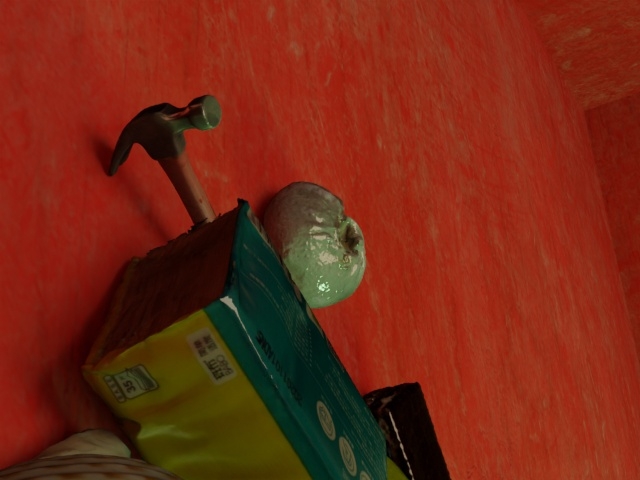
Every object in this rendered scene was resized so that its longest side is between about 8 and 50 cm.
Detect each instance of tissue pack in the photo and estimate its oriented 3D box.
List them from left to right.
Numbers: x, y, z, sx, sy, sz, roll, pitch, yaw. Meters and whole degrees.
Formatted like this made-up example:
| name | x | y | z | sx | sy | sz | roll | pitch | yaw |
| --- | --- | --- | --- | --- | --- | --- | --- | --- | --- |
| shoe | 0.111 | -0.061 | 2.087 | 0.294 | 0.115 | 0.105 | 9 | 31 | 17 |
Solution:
| name | x | y | z | sx | sy | sz | roll | pitch | yaw |
| --- | --- | --- | --- | --- | --- | --- | --- | --- | --- |
| tissue pack | -0.053 | 0.132 | 0.679 | 0.271 | 0.134 | 0.192 | 61 | 12 | -20 |

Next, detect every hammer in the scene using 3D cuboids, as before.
| name | x | y | z | sx | sy | sz | roll | pitch | yaw |
| --- | --- | --- | --- | --- | --- | --- | --- | --- | --- |
| hammer | -0.087 | 0.008 | 0.770 | 0.033 | 0.111 | 0.288 | -67 | 142 | -49 |

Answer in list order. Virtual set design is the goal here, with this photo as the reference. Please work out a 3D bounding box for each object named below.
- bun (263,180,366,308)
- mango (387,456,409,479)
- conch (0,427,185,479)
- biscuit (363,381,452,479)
| name | x | y | z | sx | sy | sz | roll | pitch | yaw |
| --- | --- | --- | --- | --- | --- | --- | --- | --- | --- |
| bun | 0.000 | 0.000 | 0.945 | 0.141 | 0.083 | 0.141 | 41 | 39 | -43 |
| mango | 0.064 | 0.344 | 0.778 | 0.192 | 0.156 | 0.343 | 45 | 30 | -58 |
| conch | -0.107 | 0.238 | 0.460 | 0.319 | 0.215 | 0.303 | -64 | 141 | -53 |
| biscuit | 0.102 | 0.288 | 0.981 | 0.106 | 0.070 | 0.252 | -23 | 95 | -63 |
